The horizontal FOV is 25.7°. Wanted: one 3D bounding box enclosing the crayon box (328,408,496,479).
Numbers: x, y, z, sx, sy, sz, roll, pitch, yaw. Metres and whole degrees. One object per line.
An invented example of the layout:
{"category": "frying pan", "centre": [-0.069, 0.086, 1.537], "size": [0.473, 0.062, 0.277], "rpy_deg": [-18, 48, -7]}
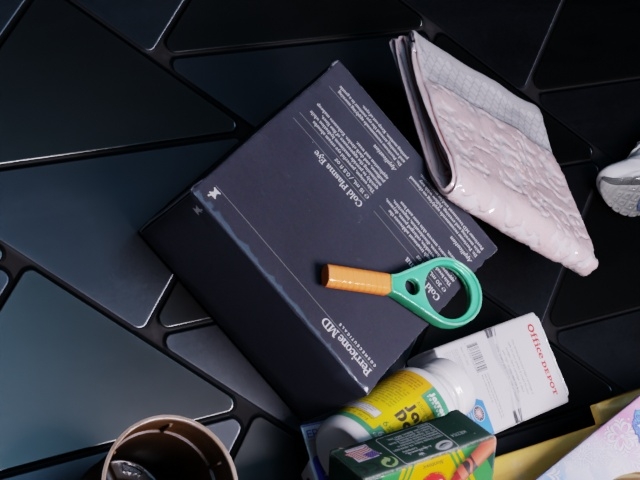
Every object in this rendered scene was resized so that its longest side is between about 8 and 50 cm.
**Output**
{"category": "crayon box", "centre": [0.107, 0.388, 1.739], "size": [0.202, 0.081, 0.319], "rpy_deg": [-14, 118, -31]}

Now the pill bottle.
{"category": "pill bottle", "centre": [0.103, 0.237, 1.822], "size": [0.208, 0.117, 0.118], "rpy_deg": [-29, 88, -37]}

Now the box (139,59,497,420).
{"category": "box", "centre": [0.000, 0.000, 1.860], "size": [0.343, 0.179, 0.312], "rpy_deg": [50, 55, -5]}

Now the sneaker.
{"category": "sneaker", "centre": [0.547, -0.125, 2.277], "size": [0.297, 0.111, 0.129], "rpy_deg": [-13, 64, -36]}

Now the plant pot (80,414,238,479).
{"category": "plant pot", "centre": [-0.204, 0.302, 1.644], "size": [0.167, 0.165, 0.167], "rpy_deg": [10, 68, -25]}

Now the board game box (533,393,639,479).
{"category": "board game box", "centre": [0.420, 0.413, 1.860], "size": [0.318, 0.066, 0.319], "rpy_deg": [-40, 79, 1]}

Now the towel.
{"category": "towel", "centre": [0.252, -0.126, 2.010], "size": [0.331, 0.053, 0.317], "rpy_deg": [25, 38, -39]}

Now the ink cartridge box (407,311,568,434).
{"category": "ink cartridge box", "centre": [0.238, 0.198, 1.981], "size": [0.190, 0.082, 0.140], "rpy_deg": [-16, 82, -34]}

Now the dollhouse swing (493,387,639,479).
{"category": "dollhouse swing", "centre": [0.424, 0.411, 2.025], "size": [0.347, 0.304, 0.315], "rpy_deg": [71, 16, 9]}

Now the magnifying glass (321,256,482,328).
{"category": "magnifying glass", "centre": [0.106, 0.058, 1.778], "size": [0.230, 0.026, 0.092], "rpy_deg": [8, 69, -27]}

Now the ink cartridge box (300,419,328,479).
{"category": "ink cartridge box", "centre": [0.081, 0.329, 1.864], "size": [0.206, 0.045, 0.208], "rpy_deg": [-7, 71, -32]}
